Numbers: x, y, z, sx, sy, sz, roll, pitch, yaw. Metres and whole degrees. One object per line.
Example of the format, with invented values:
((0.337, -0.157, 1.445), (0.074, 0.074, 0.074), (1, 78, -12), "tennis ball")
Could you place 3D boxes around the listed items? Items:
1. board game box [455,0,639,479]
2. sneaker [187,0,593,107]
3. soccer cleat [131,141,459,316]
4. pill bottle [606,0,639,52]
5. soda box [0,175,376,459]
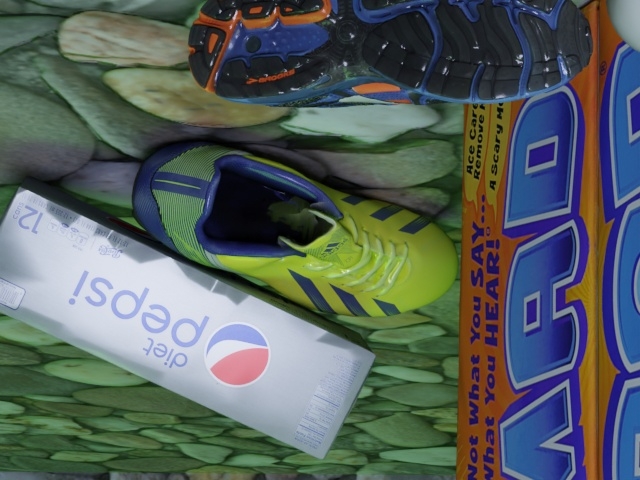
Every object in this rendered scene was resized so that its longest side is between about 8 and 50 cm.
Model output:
((0.310, 0.058, 1.034), (0.357, 0.356, 0.356), (9, 163, -20), "board game box")
((0.042, -0.111, 1.021), (0.221, 0.083, 0.087), (3, 178, 17), "sneaker")
((-0.001, 0.001, 1.329), (0.289, 0.093, 0.121), (18, 175, -35), "soccer cleat")
((0.287, -0.128, 0.577), (0.363, 0.210, 0.210), (11, 164, 4), "pill bottle")
((-0.108, 0.055, 1.353), (0.286, 0.091, 0.098), (26, -176, -8), "soda box")
